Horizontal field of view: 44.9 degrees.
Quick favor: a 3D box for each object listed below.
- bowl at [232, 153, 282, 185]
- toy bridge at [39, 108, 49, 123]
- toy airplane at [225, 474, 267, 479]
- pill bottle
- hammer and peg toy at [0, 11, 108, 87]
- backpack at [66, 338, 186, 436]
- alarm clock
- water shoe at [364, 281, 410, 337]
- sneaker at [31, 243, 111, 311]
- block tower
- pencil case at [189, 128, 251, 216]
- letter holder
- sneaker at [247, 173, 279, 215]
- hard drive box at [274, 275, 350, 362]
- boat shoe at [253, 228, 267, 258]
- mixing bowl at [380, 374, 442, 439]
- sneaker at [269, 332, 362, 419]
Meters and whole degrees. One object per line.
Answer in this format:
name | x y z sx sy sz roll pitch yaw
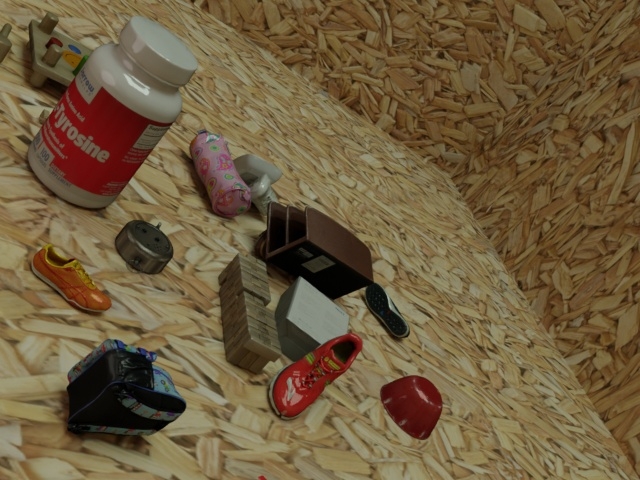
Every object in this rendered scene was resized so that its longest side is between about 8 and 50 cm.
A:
bowl | -0.206 -0.210 2.432 0.142 0.142 0.053 27 66 -30
toy bridge | -0.619 -0.268 1.949 0.188 0.026 0.063 24 29 -38
toy airplane | -0.114 0.486 1.415 0.151 0.028 0.151 37 23 -19
pill bottle | -0.460 -0.287 1.740 0.229 0.408 0.229 35 23 -17
hammer and peg toy | -0.711 -0.505 2.090 0.361 0.127 0.266 25 28 -37
backpack | -0.320 0.259 1.311 0.173 0.158 0.117 26 34 -41
alarm clock | -0.399 0.020 1.751 0.129 0.064 0.192 36 26 -16
water shoe | 0.206 0.223 2.417 0.203 0.073 0.080 58 4 24
sneaker | -0.477 0.077 1.502 0.175 0.067 0.064 38 20 -15
block tower | -0.172 0.166 1.825 0.091 0.097 0.335 30 23 -28
pencil case | -0.293 -0.196 2.245 0.124 0.124 0.284 21 31 -43
letter holder | 0.000 0.000 2.206 0.301 0.152 0.215 34 43 -41
sneaker | -0.164 -0.127 2.315 0.115 0.090 0.232 53 -1 0
hard drive box | -0.026 0.220 1.973 0.181 0.089 0.232 39 22 -9
boat shoe | -0.140 -0.001 2.224 0.073 0.073 0.207 11 21 23
mixing bowl | 0.259 0.428 2.066 0.181 0.098 0.181 35 24 -18
sneaker | -0.007 0.291 1.749 0.107 0.118 0.279 50 50 1
